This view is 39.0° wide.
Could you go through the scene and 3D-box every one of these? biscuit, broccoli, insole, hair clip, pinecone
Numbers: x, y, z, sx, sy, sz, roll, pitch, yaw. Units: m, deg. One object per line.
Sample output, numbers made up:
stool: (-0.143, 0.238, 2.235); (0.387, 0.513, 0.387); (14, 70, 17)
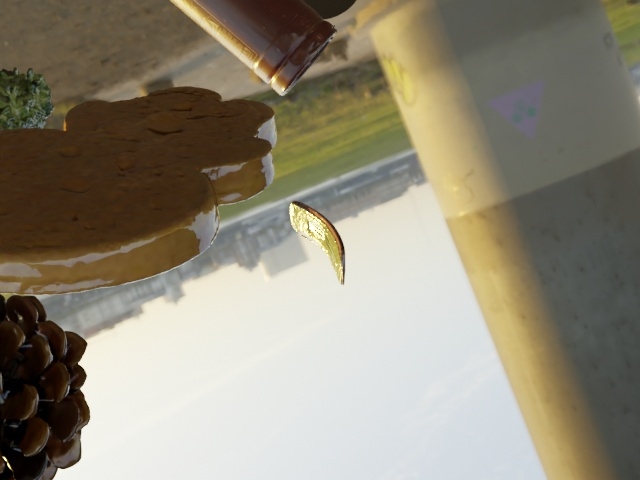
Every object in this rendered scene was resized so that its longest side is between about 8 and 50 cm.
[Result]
biscuit: (-0.141, -0.042, 0.607); (0.202, 0.044, 0.288); (15, -150, 22)
broccoli: (-0.614, -0.231, 1.525); (0.235, 0.260, 0.288); (-35, -179, 21)
insole: (0.001, -0.462, 1.657); (0.109, 0.007, 0.322); (-35, -148, 2)
hair clip: (0.001, 0.000, 1.078); (0.022, 0.054, 0.137); (-17, -141, -22)
pinecone: (-0.392, 0.175, 1.052); (0.264, 0.264, 0.264); (-22, -177, 1)

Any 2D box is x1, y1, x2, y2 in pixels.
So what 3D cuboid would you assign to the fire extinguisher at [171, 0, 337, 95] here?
fire extinguisher: (-0.111, -0.275, 0.949); (0.105, 0.269, 0.105); (-48, -175, 6)
